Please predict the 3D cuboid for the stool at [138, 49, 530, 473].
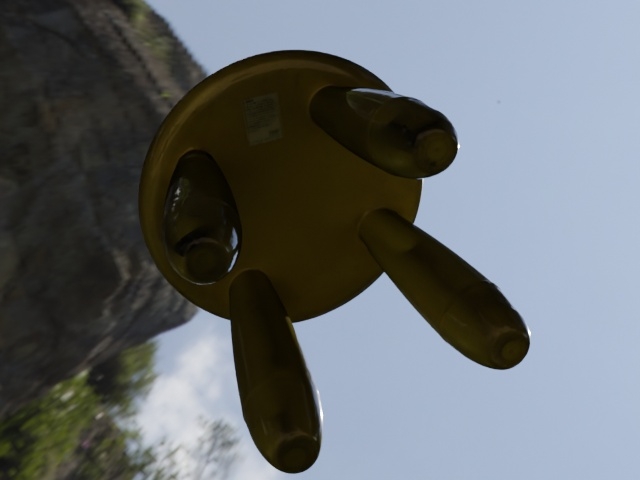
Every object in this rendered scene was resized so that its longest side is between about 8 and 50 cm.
[{"bbox_3d":[0.000,0.000,0.640,0.135,0.110,0.134,18,-71,-23],"label":"stool"}]
